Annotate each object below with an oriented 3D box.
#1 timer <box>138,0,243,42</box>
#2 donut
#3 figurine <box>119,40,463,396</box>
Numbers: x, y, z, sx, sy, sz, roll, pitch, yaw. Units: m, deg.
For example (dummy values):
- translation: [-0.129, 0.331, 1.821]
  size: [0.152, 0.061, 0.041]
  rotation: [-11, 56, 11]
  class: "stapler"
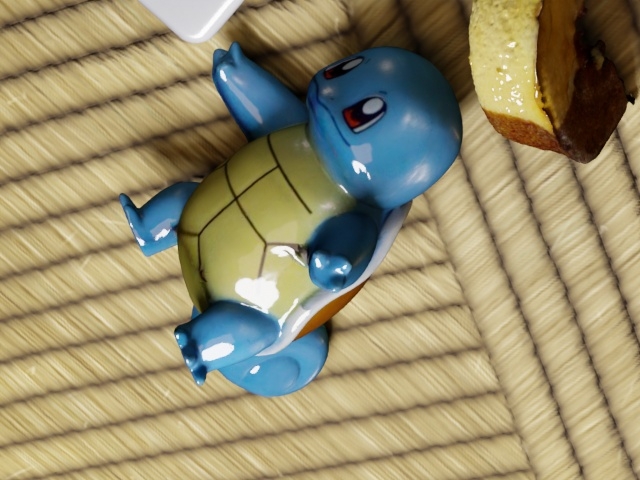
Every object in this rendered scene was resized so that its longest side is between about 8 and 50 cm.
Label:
- translation: [-0.092, -0.315, 1.488]
  size: [0.192, 0.195, 0.194]
  rotation: [40, 121, -7]
  class: "timer"
- translation: [0.183, -0.152, 1.501]
  size: [0.085, 0.141, 0.217]
  rotation: [7, 140, 32]
  class: "donut"
- translation: [-0.038, 0.001, 1.639]
  size: [0.243, 0.298, 0.416]
  rotation: [8, 130, -26]
  class: "figurine"
